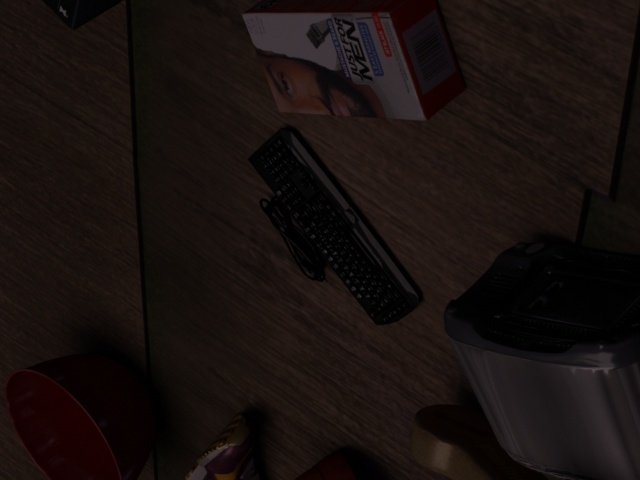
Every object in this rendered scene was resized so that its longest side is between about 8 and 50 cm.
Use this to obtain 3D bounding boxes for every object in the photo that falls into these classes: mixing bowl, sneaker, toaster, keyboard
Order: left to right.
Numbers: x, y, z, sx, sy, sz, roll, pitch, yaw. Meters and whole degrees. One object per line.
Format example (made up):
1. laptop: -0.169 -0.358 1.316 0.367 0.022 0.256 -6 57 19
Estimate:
1. mixing bowl: -0.241 0.188 2.106 0.181 0.098 0.181 30 140 29
2. sneaker: -0.084 0.239 2.003 0.084 0.069 0.185 40 151 3
3. keyboard: 0.000 0.000 1.705 0.192 0.038 0.100 53 146 2
4. toaster: 0.208 0.096 1.465 0.227 0.129 0.146 8 130 44

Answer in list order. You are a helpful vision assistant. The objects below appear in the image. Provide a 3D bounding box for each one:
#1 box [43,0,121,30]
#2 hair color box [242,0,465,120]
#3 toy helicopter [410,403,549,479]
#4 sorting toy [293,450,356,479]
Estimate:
1. box: -0.207 -0.328 1.596 0.184 0.103 0.261 46 145 16
2. hair color box: 0.024 -0.146 1.529 0.167 0.053 0.093 7 126 48
3. toy helicopter: 0.191 0.218 1.568 0.355 0.235 0.140 42 129 55
4. sorting toy: 0.004 0.378 1.822 0.127 0.126 0.366 110 148 -62
